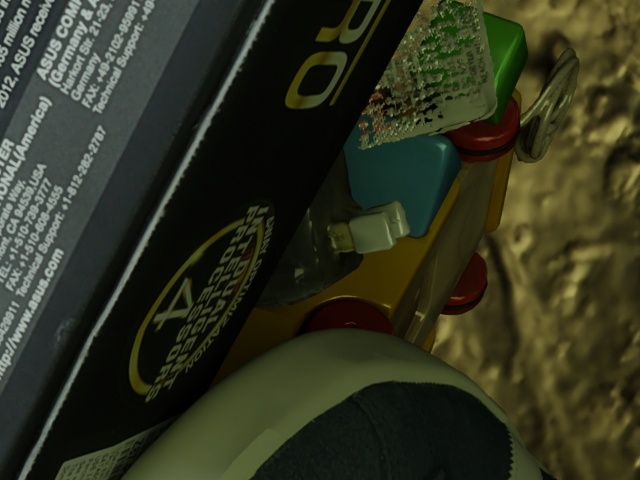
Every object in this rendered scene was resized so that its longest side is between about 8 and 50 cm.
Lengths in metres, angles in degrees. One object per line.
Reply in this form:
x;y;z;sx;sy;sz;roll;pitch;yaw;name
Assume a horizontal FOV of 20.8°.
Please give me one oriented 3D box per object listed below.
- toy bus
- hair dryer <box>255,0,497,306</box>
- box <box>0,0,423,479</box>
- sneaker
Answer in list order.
-0.005;0.005;0.578;0.104;0.202;0.191;23;99;13;toy bus
0.044;-0.140;0.453;0.223;0.080;0.293;-16;90;2;hair dryer
-0.121;-0.123;0.403;0.318;0.097;0.395;33;107;16;box
0.062;0.131;0.501;0.131;0.148;0.350;-55;149;4;sneaker
